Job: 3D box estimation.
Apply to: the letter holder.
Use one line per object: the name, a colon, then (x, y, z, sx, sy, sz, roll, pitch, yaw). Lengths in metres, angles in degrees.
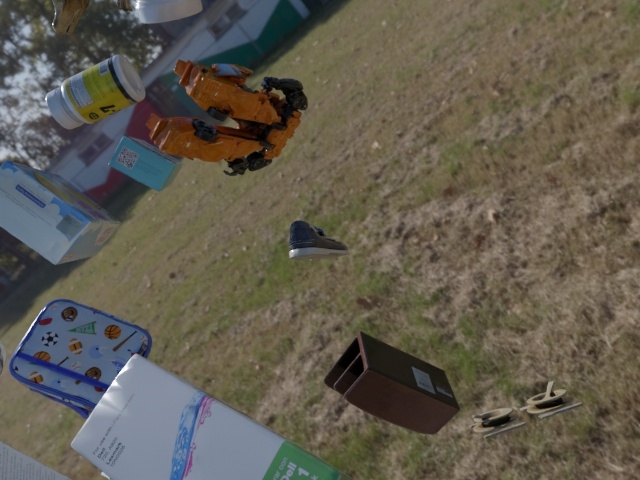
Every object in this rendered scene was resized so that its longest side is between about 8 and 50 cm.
letter holder: (0.182, 0.424, 1.378, 0.214, 0.302, 0.152, -55, 19, 21)

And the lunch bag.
lunch bag: (-0.586, 0.301, 1.261, 0.115, 0.303, 0.243, -53, 15, 54)

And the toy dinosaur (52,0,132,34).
toy dinosaur: (-0.150, -0.223, 0.328, 0.053, 0.183, 0.092, -8, 1, 13)

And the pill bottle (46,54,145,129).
pill bottle: (-0.556, -0.363, 1.247, 0.208, 0.119, 0.119, -22, 27, 7)

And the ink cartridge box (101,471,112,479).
ink cartridge box: (-0.441, 0.507, 1.216, 0.063, 0.109, 0.150, -9, 54, 45)

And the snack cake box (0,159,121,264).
snack cake box: (-0.457, -0.044, 0.876, 0.089, 0.152, 0.264, -53, 11, -6)

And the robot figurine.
robot figurine: (-0.143, -0.212, 0.877, 0.211, 0.085, 0.291, -52, -21, 23)

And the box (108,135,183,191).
box: (-0.335, -0.152, 0.995, 0.060, 0.100, 0.244, -60, 14, 2)

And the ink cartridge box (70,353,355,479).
ink cartridge box: (-0.096, 0.256, 0.558, 0.278, 0.201, 0.117, 19, 67, 28)

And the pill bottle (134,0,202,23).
pill bottle: (-0.326, -0.576, 0.958, 0.162, 0.278, 0.162, -7, 34, 5)

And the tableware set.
tableware set: (0.376, 0.314, 0.950, 0.194, 0.039, 0.128, -19, -12, -1)

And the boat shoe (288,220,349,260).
boat shoe: (0.000, 0.000, 0.902, 0.075, 0.065, 0.206, -12, -6, 20)

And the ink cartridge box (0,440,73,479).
ink cartridge box: (-0.504, 0.324, 0.544, 0.324, 0.330, 0.071, -32, 43, -6)

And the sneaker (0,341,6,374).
sneaker: (-0.524, 0.144, 0.639, 0.132, 0.228, 0.086, 5, 81, 54)
